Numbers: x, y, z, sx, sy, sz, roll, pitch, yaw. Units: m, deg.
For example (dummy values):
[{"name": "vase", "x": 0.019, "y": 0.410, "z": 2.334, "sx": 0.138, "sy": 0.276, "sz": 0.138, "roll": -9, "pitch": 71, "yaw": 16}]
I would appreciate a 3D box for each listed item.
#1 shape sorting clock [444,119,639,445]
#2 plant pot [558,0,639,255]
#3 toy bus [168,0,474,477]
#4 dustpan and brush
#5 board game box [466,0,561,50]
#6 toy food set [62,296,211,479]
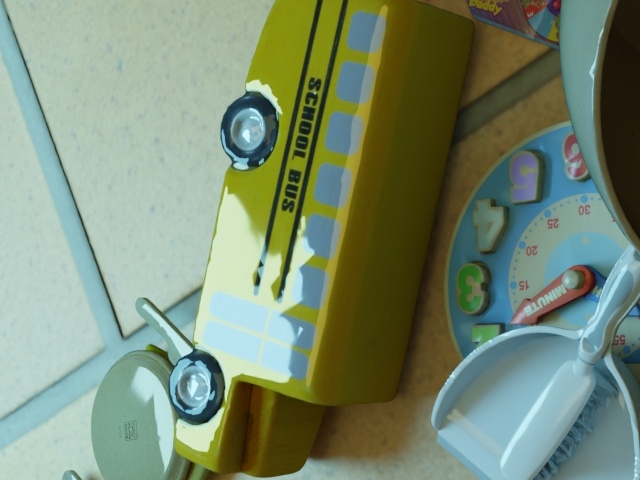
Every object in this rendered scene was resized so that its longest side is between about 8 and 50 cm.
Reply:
[{"name": "shape sorting clock", "x": 0.165, "y": 0.024, "z": 0.879, "sx": 0.206, "sy": 0.040, "sz": 0.206, "roll": -2, "pitch": 86, "yaw": 36}, {"name": "plant pot", "x": 0.239, "y": -0.122, "z": 0.722, "sx": 0.284, "sy": 0.284, "sz": 0.191, "roll": -60, "pitch": 23, "yaw": 17}, {"name": "toy bus", "x": 0.000, "y": 0.000, "z": 0.960, "sx": 0.130, "sy": 0.108, "sz": 0.333, "roll": 15, "pitch": 96, "yaw": 34}, {"name": "dustpan and brush", "x": 0.151, "y": 0.082, "z": 0.827, "sx": 0.147, "sy": 0.060, "sz": 0.211, "roll": 40, "pitch": 113, "yaw": 28}, {"name": "board game box", "x": 0.154, "y": -0.193, "z": 0.904, "sx": 0.168, "sy": 0.033, "sz": 0.133, "roll": 28, "pitch": 103, "yaw": 34}, {"name": "toy food set", "x": -0.130, "y": 0.150, "z": 1.095, "sx": 0.132, "sy": 0.038, "sz": 0.192, "roll": 43, "pitch": 117, "yaw": 37}]
